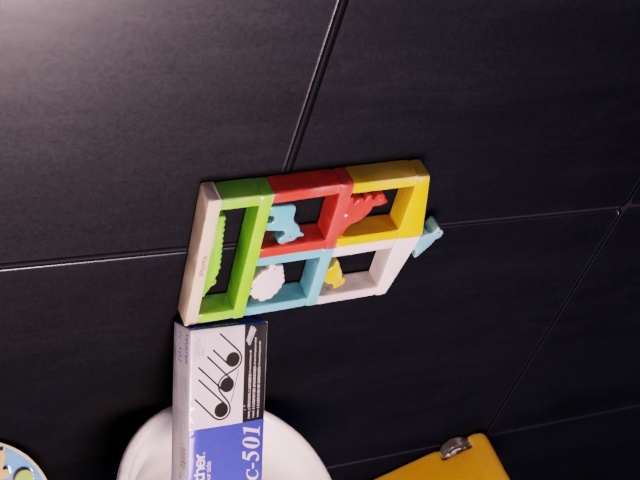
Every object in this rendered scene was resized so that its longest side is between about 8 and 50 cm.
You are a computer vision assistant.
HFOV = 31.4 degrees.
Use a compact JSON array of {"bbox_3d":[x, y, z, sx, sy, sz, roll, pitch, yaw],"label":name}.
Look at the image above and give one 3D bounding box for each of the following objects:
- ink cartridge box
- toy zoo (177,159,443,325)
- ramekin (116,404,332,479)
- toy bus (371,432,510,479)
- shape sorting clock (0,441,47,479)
[{"bbox_3d":[-0.114,0.191,1.278,0.097,0.046,0.207,-5,102,-33],"label":"ink cartridge box"},{"bbox_3d":[0.000,0.000,1.228,0.293,0.030,0.192,-8,139,-23],"label":"toy zoo"},{"bbox_3d":[-0.126,0.341,1.367,0.277,0.277,0.135,-1,143,-30],"label":"ramekin"},{"bbox_3d":[0.127,0.421,1.743,0.333,0.108,0.130,-24,144,-4],"label":"toy bus"},{"bbox_3d":[-0.397,0.326,1.280,0.206,0.040,0.206,-7,103,-35],"label":"shape sorting clock"}]
